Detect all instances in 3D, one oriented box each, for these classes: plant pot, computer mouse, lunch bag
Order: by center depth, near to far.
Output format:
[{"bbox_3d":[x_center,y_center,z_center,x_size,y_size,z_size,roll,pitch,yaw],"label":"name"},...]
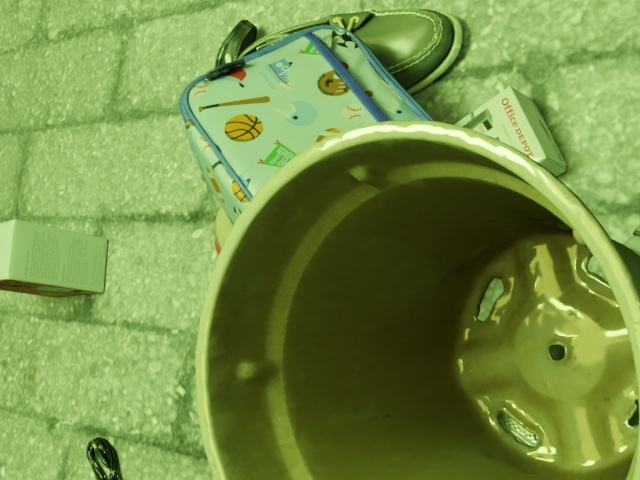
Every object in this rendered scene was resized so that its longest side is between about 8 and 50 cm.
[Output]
[{"bbox_3d":[0.132,0.095,0.648,0.334,0.305,0.334,-2,87,38],"label":"plant pot"},{"bbox_3d":[0.003,-0.097,0.905,0.243,0.115,0.303,-26,60,-15],"label":"lunch bag"},{"bbox_3d":[-0.273,0.357,1.206,0.242,0.041,0.071,30,100,39],"label":"computer mouse"}]

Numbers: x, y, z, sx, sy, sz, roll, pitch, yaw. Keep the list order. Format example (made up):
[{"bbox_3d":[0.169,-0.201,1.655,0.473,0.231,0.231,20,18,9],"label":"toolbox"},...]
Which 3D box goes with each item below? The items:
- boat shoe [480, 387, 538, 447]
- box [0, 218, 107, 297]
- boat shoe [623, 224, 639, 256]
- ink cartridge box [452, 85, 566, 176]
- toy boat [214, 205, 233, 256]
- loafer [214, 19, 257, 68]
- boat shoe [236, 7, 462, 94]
[{"bbox_3d":[0.176,0.135,0.866,0.277,0.098,0.096,36,103,28],"label":"boat shoe"},{"bbox_3d":[-0.441,0.032,1.324,0.130,0.170,0.091,-7,76,38],"label":"box"},{"bbox_3d":[0.352,0.111,0.715,0.103,0.113,0.302,-48,56,14],"label":"boat shoe"},{"bbox_3d":[0.182,-0.087,0.928,0.135,0.056,0.099,-35,60,28],"label":"ink cartridge box"},{"bbox_3d":[0.000,0.000,1.004,0.231,0.151,0.151,-22,59,-1],"label":"toy boat"},{"bbox_3d":[-0.119,-0.225,1.204,0.061,0.062,0.170,23,99,17],"label":"loafer"},{"bbox_3d":[0.026,-0.227,1.059,0.305,0.091,0.109,-6,77,38],"label":"boat shoe"}]
